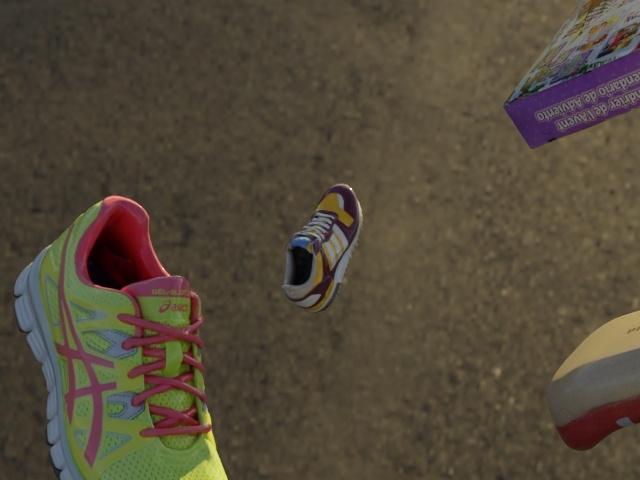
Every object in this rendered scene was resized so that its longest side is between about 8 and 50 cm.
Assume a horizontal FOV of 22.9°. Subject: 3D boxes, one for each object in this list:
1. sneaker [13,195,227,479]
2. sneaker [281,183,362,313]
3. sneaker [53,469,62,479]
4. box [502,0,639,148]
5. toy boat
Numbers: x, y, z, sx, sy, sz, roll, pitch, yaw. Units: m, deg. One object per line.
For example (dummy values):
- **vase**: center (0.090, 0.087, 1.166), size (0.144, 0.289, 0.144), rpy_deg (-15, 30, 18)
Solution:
- **sneaker**: center (-0.092, 0.063, 0.797), size (0.081, 0.094, 0.208), rpy_deg (3, 46, -44)
- **sneaker**: center (0.000, 0.000, 2.091), size (0.069, 0.084, 0.186), rpy_deg (0, 66, 32)
- **sneaker**: center (-0.279, 0.260, 1.853), size (0.031, 0.035, 0.083), rpy_deg (60, 27, 11)
- **box**: center (0.320, -0.214, 1.539), size (0.201, 0.057, 0.293), rpy_deg (-22, 21, 43)
- **toy boat**: center (0.322, 0.142, 1.414), size (0.231, 0.151, 0.151), rpy_deg (-21, 11, 32)
